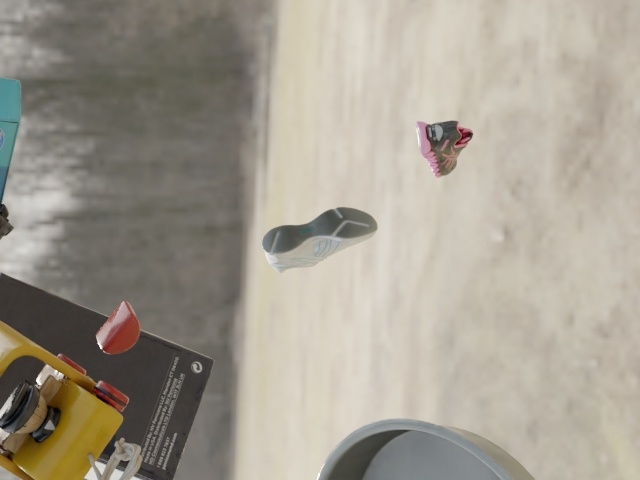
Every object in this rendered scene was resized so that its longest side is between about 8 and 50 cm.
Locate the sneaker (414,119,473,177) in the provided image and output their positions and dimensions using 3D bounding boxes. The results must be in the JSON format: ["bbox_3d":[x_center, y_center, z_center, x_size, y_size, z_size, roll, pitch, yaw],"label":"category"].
[{"bbox_3d":[0.139,-0.102,1.966,0.119,0.057,0.047,39,-144,-72],"label":"sneaker"}]

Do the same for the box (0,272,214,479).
[{"bbox_3d":[-0.332,0.181,2.300,0.296,0.294,0.182,-16,54,66],"label":"box"}]

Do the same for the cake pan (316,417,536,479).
[{"bbox_3d":[0.115,0.295,1.664,0.054,0.293,0.293,-20,-59,-46],"label":"cake pan"}]

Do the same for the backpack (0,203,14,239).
[{"bbox_3d":[-0.414,0.039,1.985,0.182,0.152,0.115,-100,23,-44],"label":"backpack"}]

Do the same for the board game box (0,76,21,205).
[{"bbox_3d":[-0.534,-0.091,2.117,0.079,0.336,0.253,-100,23,-45],"label":"board game box"}]

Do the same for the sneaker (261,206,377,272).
[{"bbox_3d":[0.000,0.000,2.367,0.061,0.152,0.053,82,173,-54],"label":"sneaker"}]

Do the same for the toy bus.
[{"bbox_3d":[-0.224,0.123,1.357,0.202,0.104,0.191,-36,31,32],"label":"toy bus"}]
